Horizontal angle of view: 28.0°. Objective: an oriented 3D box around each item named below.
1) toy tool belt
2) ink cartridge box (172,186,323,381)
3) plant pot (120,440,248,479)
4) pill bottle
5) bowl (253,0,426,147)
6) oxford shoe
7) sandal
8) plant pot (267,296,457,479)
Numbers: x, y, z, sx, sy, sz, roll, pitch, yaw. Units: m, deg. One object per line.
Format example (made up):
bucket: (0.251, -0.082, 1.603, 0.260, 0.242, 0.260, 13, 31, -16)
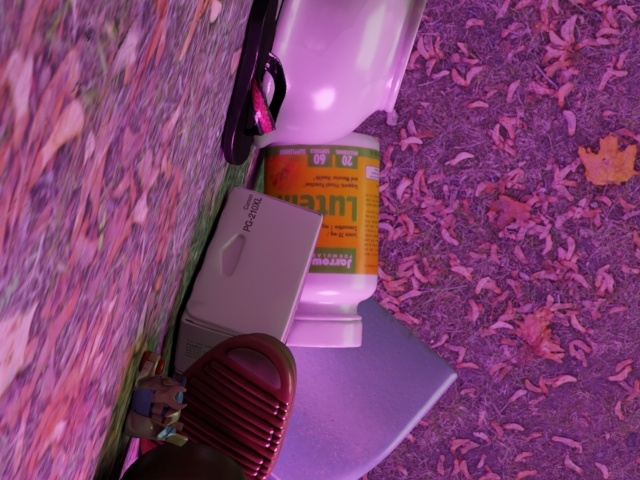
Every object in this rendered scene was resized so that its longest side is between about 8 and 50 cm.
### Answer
toy tool belt: (-0.127, 0.131, 1.053, 0.052, 0.051, 0.083, -71, 177, -60)
ink cartridge box: (-0.081, 0.087, 1.314, 0.237, 0.100, 0.172, 106, 1, -53)
plant pot: (-0.117, 0.250, 1.064, 0.165, 0.167, 0.167, -112, -141, -79)
pill bottle: (0.000, 0.000, 1.503, 0.136, 0.136, 0.246, 71, 20, -88)
bowl: (0.034, -0.223, 1.367, 0.298, 0.134, 0.298, 17, 90, -88)
oxford shoe: (-0.098, 0.198, 1.235, 0.130, 0.123, 0.348, -44, 167, -52)
sandal: (-0.049, -0.128, 1.089, 0.067, 0.040, 0.179, -71, 178, -46)
plant pot: (-0.027, 0.213, 1.639, 0.252, 0.248, 0.247, -51, -176, -31)
